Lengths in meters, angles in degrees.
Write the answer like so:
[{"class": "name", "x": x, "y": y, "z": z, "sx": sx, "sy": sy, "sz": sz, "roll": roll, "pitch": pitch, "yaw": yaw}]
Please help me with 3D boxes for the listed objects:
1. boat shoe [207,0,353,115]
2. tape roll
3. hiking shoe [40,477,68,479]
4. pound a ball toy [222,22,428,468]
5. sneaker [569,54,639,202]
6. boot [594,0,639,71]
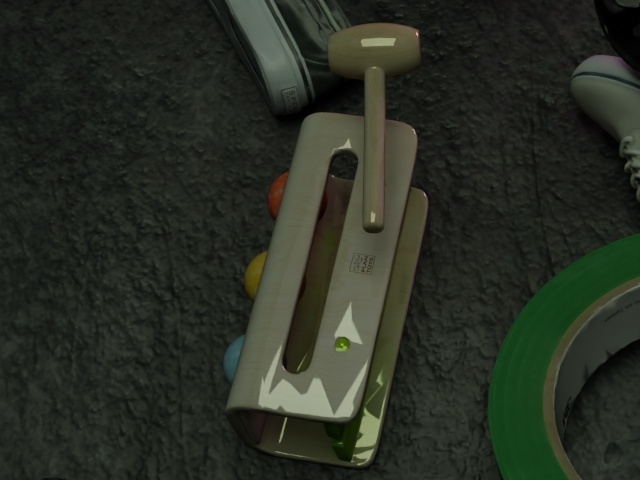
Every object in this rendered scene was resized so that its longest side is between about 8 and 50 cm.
[{"class": "boat shoe", "x": -0.057, "y": -0.275, "z": 1.300, "sx": 0.119, "sy": 0.121, "sz": 0.335, "roll": -22, "pitch": 72, "yaw": -11}, {"class": "tape roll", "x": 0.288, "y": 0.134, "z": 0.963, "sx": 0.321, "sy": 0.077, "sz": 0.321, "roll": -9, "pitch": 50, "yaw": 11}, {"class": "hiking shoe", "x": -0.145, "y": 0.277, "z": 1.041, "sx": 0.227, "sy": 0.086, "sz": 0.114, "roll": 19, "pitch": 81, "yaw": 25}, {"class": "pound a ball toy", "x": 0.000, "y": 0.000, "z": 1.078, "sx": 0.136, "sy": 0.208, "sz": 0.319, "roll": 7, "pitch": 65, "yaw": 13}, {"class": "sneaker", "x": 0.304, "y": -0.064, "z": 1.122, "sx": 0.091, "sy": 0.094, "sz": 0.258, "roll": -40, "pitch": 64, "yaw": -17}, {"class": "boot", "x": 0.385, "y": -0.160, "z": 1.027, "sx": 0.223, "sy": 0.118, "sz": 0.338, "roll": -28, "pitch": 31, "yaw": -12}]
